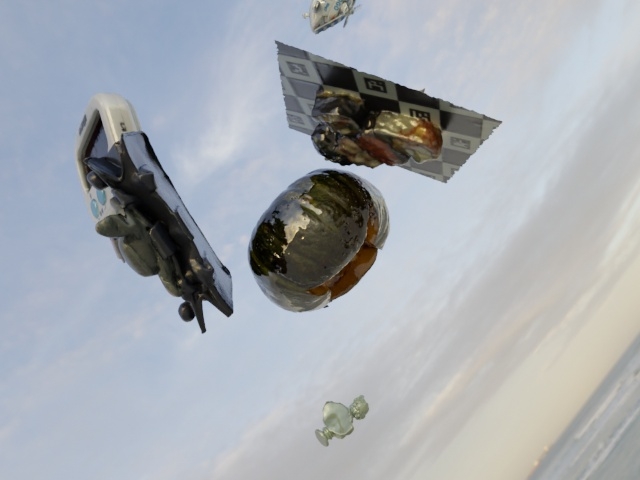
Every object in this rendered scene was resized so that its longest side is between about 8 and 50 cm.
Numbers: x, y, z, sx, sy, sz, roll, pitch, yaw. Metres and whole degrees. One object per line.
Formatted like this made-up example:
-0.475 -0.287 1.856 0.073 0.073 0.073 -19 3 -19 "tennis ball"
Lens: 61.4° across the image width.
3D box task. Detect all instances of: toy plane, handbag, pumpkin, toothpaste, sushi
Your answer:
0.054 -0.579 1.167 0.182 0.107 0.273 -42 -20 -55 "toy plane"
-0.262 -0.013 0.886 0.119 0.269 0.325 -32 -75 -5 "handbag"
0.000 0.000 1.058 0.320 0.192 0.320 -42 -20 -19 "pumpkin"
-0.561 -0.011 1.469 0.045 0.029 0.169 -69 -27 -56 "toothpaste"
0.079 -0.164 0.895 0.320 0.340 0.068 100 -170 -80 "sushi"

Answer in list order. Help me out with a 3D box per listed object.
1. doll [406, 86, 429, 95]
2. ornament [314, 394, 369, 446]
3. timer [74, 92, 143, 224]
0.292 -0.461 1.762 0.076 0.113 0.078 97 -167 -45 "doll"
0.033 0.271 0.821 0.092 0.068 0.041 -18 -61 -3 "ornament"
-0.433 -0.162 1.125 0.087 0.236 0.262 -8 -19 -39 "timer"
